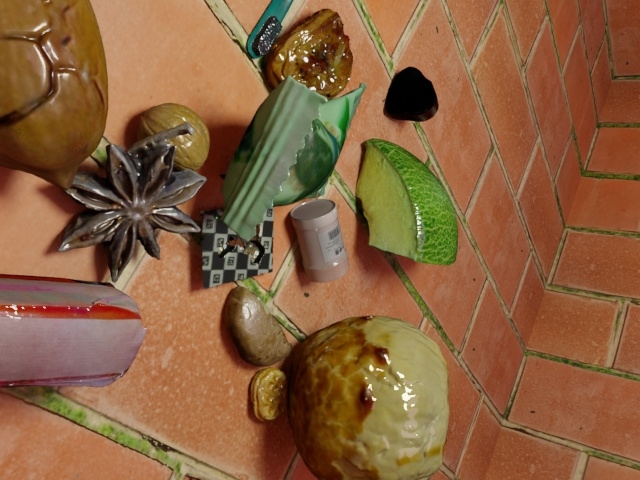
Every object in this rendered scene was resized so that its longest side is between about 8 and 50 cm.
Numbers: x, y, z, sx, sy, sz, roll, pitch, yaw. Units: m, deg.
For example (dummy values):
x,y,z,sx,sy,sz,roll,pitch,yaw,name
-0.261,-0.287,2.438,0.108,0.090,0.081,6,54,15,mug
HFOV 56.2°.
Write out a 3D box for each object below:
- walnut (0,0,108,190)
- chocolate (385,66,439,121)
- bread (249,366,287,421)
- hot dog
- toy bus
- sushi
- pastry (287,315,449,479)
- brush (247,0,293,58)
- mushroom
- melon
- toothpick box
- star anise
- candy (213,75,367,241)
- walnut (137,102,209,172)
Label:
x,y,z,sx,sy,sz,roll,pitch,yaw,name
-0.337,-0.197,0.676,0.203,0.203,0.298,-36,117,-44,walnut
0.228,-0.335,1.465,0.125,0.148,0.080,-44,145,13,chocolate
-0.107,0.313,1.221,0.083,0.044,0.110,-9,103,-48,bread
-0.010,-0.357,1.164,0.227,0.099,0.160,-56,141,-34,hot dog
-0.366,0.114,0.753,0.303,0.147,0.127,13,93,-52,toy bus
-0.159,0.005,1.095,0.201,0.031,0.139,-10,105,-55,sushi
0.088,0.336,1.245,0.388,0.313,0.388,-169,-90,-82,pastry
-0.079,-0.415,1.110,0.043,0.032,0.193,49,60,-46,brush
-0.121,0.184,1.150,0.094,0.072,0.210,-44,131,-28,mushroom
0.233,-0.067,1.493,0.343,0.226,0.331,-1,56,-52,melon
0.000,0.000,1.249,0.098,0.098,0.149,-40,127,-41,toothpick box
-0.264,-0.065,0.864,0.230,0.081,0.262,20,105,-37,star anise
-0.023,-0.164,1.074,0.263,0.172,0.398,-57,165,23,candy
-0.223,-0.154,0.921,0.124,0.105,0.105,50,58,-39,walnut
